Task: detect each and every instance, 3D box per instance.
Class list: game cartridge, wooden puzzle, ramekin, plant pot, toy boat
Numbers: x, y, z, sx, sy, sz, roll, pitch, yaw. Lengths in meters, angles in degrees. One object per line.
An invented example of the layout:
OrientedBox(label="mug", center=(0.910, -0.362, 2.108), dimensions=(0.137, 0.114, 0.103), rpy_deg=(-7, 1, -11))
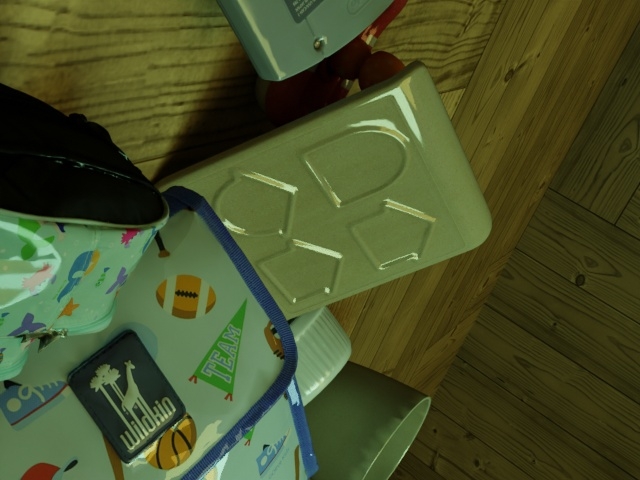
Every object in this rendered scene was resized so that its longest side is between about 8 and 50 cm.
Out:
OrientedBox(label="game cartridge", center=(0.011, -0.303, 0.829), dimensions=(0.294, 0.060, 0.196), rpy_deg=(-47, 129, -19))
OrientedBox(label="wooden puzzle", center=(0.009, -0.044, 1.028), dimensions=(0.347, 0.081, 0.322), rpy_deg=(-26, 140, 10))
OrientedBox(label="ramekin", center=(-0.046, 0.190, 1.343), dimensions=(0.207, 0.109, 0.207), rpy_deg=(-42, -176, 4))
OrientedBox(label="plant pot", center=(0.017, 0.315, 1.544), dimensions=(0.256, 0.274, 0.256), rpy_deg=(-47, 158, -26))
OrientedBox(label="toy boat", center=(0.039, -0.213, 0.987), dimensions=(0.231, 0.151, 0.151), rpy_deg=(-61, 159, 12))

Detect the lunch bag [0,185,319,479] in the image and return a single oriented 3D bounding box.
OrientedBox(label="lunch bag", center=(-0.188, 0.179, 0.785), dimensions=(0.328, 0.238, 0.386), rpy_deg=(-40, 140, -30))

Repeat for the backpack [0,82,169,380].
OrientedBox(label="backpack", center=(-0.238, -0.019, 0.562), dimensions=(0.253, 0.225, 0.191), rpy_deg=(-9, 131, -62))
